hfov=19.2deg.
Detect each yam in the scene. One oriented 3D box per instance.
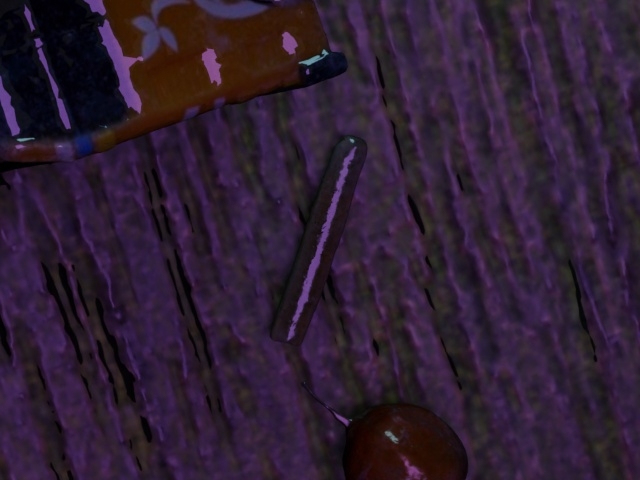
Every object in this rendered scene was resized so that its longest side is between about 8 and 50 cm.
[{"bbox_3d":[0.000,0.000,0.997,0.021,0.021,0.116,19,91,-12],"label":"yam"}]

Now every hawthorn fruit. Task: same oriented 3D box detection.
[{"bbox_3d":[0.028,0.110,0.997,0.103,0.067,0.067,34,89,0],"label":"hawthorn fruit"}]

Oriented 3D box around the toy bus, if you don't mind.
[{"bbox_3d":[-0.133,-0.199,0.865,0.194,0.162,0.323,-23,99,-22],"label":"toy bus"}]
